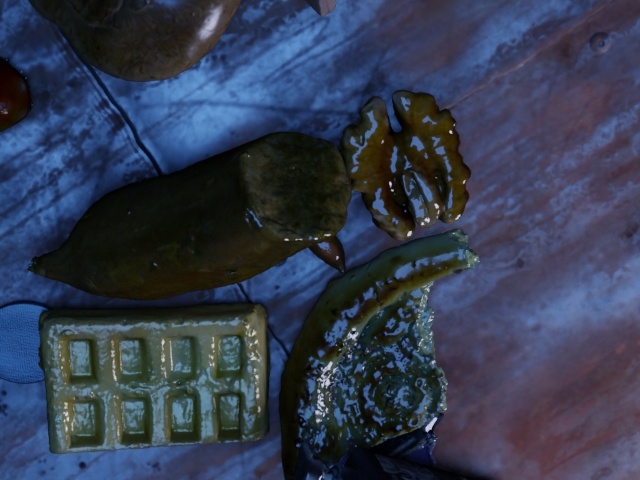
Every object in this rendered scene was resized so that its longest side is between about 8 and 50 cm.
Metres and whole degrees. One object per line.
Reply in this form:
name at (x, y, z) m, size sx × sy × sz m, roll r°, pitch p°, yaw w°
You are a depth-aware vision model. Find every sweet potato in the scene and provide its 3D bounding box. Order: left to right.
sweet potato at (-0.149, -0.014, 1.760) m, size 0.369 × 0.158 × 0.158 m, roll -19°, pitch 102°, yaw 17°
sweet potato at (0.000, 0.000, 1.827) m, size 0.034 × 0.034 × 0.095 m, roll -42°, pitch 101°, yaw 6°

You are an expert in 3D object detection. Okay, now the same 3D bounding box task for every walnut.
walnut at (0.095, -0.090, 1.795) m, size 0.143 × 0.069 × 0.170 m, roll -18°, pitch 103°, yaw 0°

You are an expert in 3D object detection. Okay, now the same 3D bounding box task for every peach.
peach at (-0.378, -0.163, 1.762) m, size 0.098 × 0.061 × 0.098 m, roll 1°, pitch 107°, yaw 2°

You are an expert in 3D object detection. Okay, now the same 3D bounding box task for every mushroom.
mushroom at (-0.210, -0.314, 1.697) m, size 0.278 × 0.146 × 0.278 m, roll 1°, pitch 99°, yaw 5°

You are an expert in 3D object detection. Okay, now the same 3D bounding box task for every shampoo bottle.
shampoo bottle at (0.110, 0.303, 1.813) m, size 0.309 × 0.098 × 0.071 m, roll 17°, pitch 114°, yaw -24°

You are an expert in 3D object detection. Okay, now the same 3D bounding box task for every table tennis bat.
table tennis bat at (-0.371, 0.122, 1.843) m, size 0.155 × 0.019 × 0.100 m, roll -4°, pitch 102°, yaw -3°

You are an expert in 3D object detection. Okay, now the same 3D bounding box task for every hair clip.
hair clip at (0.074, 0.271, 1.879) m, size 0.195 × 0.052 × 0.124 m, roll -43°, pitch 95°, yaw 11°

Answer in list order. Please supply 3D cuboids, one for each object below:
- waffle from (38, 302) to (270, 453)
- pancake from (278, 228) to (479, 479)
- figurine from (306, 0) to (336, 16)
waffle at (-0.194, 0.161, 1.832) m, size 0.274 × 0.057 × 0.168 m, roll -2°, pitch 103°, yaw -5°
pancake at (0.063, 0.147, 1.828) m, size 0.197 × 0.054 × 0.377 m, roll 29°, pitch 100°, yaw 5°
figurine at (0.051, -0.367, 1.709) m, size 0.237 × 0.141 × 0.162 m, roll -43°, pitch 67°, yaw -2°
